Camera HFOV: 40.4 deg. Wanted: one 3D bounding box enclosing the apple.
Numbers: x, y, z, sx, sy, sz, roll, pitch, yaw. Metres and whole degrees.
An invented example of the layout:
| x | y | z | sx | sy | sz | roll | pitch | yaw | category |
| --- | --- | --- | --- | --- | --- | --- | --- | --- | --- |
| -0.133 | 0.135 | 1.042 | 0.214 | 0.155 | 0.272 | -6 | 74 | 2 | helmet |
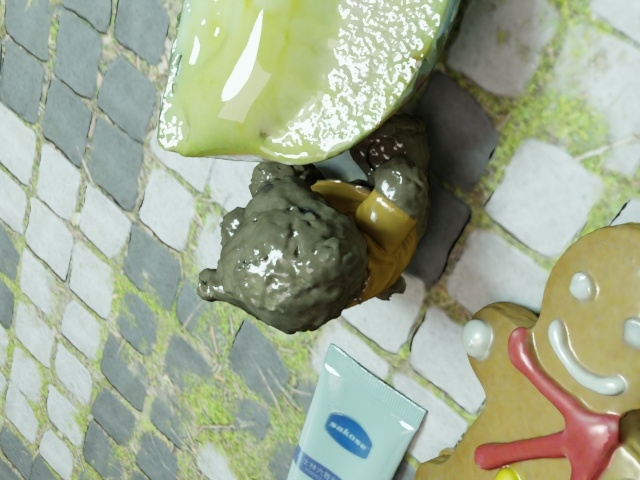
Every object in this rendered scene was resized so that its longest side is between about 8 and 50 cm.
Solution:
| x | y | z | sx | sy | sz | roll | pitch | yaw | category |
| --- | --- | --- | --- | --- | --- | --- | --- | --- | --- |
| 0.011 | -0.167 | 0.589 | 0.193 | 0.120 | 0.265 | 18 | 99 | 26 | apple |

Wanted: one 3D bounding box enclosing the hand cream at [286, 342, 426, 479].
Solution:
| x | y | z | sx | sy | sz | roll | pitch | yaw | category |
| --- | --- | --- | --- | --- | --- | --- | --- | --- | --- |
| 0.007 | 0.254 | 0.844 | 0.109 | 0.067 | 0.320 | 33 | 120 | 27 | hand cream |

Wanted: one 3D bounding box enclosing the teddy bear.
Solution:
| x | y | z | sx | sy | sz | roll | pitch | yaw | category |
| --- | --- | --- | --- | --- | --- | --- | --- | --- | --- |
| 0.000 | 0.000 | 0.634 | 0.177 | 0.190 | 0.140 | -15 | 100 | 34 | teddy bear |

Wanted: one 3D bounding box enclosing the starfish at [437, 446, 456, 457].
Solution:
| x | y | z | sx | sy | sz | roll | pitch | yaw | category |
| --- | --- | --- | --- | --- | --- | --- | --- | --- | --- |
| 0.169 | 0.274 | 0.709 | 0.240 | 0.043 | 0.227 | 56 | 132 | 15 | starfish |

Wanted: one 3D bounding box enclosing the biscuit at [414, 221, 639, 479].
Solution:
| x | y | z | sx | sy | sz | roll | pitch | yaw | category |
| --- | --- | --- | --- | --- | --- | --- | --- | --- | --- |
| 0.152 | 0.137 | 0.601 | 0.216 | 0.047 | 0.339 | 55 | 137 | 41 | biscuit |
